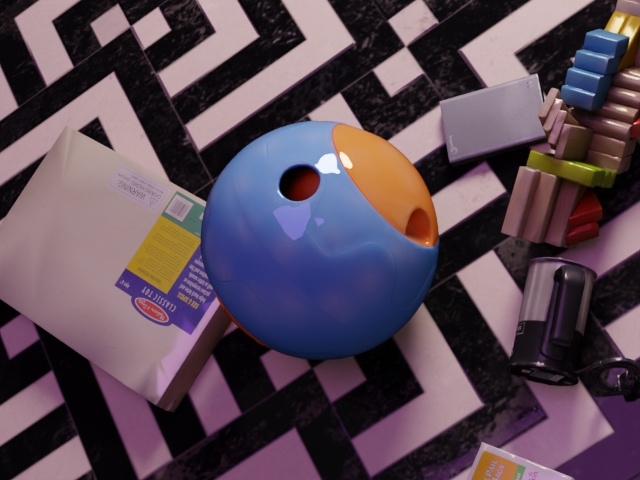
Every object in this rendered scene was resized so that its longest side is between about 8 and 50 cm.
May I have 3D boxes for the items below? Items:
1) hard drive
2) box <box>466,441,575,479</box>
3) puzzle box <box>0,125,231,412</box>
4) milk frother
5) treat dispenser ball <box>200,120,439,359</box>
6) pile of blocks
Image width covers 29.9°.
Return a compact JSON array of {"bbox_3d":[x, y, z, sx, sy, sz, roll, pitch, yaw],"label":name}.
[{"bbox_3d":[0.227,-0.156,1.565,0.135,0.022,0.094,-15,64,18],"label":"hard drive"},{"bbox_3d":[0.221,0.301,1.272,0.103,0.203,0.114,19,77,29],"label":"box"},{"bbox_3d":[-0.288,0.031,1.695,0.409,0.052,0.272,29,82,30],"label":"puzzle box"},{"bbox_3d":[0.306,0.101,1.393,0.143,0.129,0.135,19,73,-16],"label":"milk frother"},{"bbox_3d":[0.000,0.000,1.444,0.288,0.288,0.288,-9,66,20],"label":"treat dispenser ball"},{"bbox_3d":[0.345,-0.144,1.436,0.112,0.149,0.362,21,78,29],"label":"pile of blocks"}]
